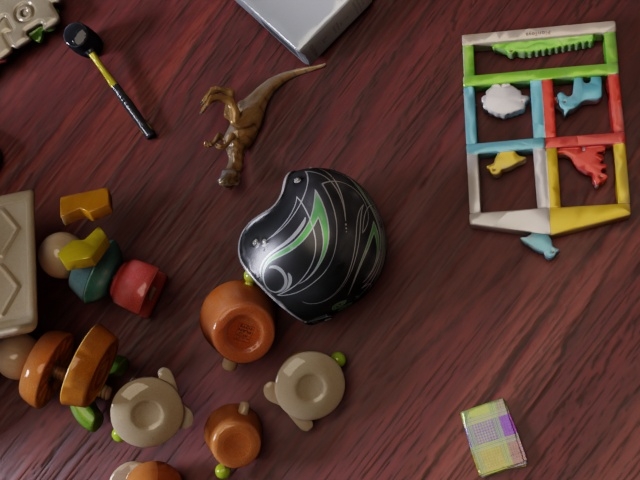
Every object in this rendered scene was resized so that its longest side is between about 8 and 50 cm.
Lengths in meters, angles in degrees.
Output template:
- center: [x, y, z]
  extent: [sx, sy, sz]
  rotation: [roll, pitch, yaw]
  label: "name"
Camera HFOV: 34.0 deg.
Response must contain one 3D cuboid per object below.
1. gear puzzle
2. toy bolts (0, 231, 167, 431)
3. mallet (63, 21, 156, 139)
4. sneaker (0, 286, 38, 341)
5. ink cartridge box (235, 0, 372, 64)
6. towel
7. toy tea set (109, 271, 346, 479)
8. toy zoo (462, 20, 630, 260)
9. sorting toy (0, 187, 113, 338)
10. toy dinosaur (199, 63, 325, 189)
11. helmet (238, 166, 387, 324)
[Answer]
- center: [-0.456, -0.330, 1.489]
  extent: [0.339, 0.044, 0.175]
  rotation: [-33, 72, 1]
  label: "gear puzzle"
- center: [-0.309, 0.094, 1.284]
  extent: [0.158, 0.218, 0.228]
  rotation: [23, 76, 3]
  label: "toy bolts"
- center: [-0.281, -0.214, 1.431]
  extent: [0.039, 0.062, 0.190]
  rotation: [-37, 88, 4]
  label: "mallet"
- center: [-0.415, 0.120, 1.369]
  extent: [0.072, 0.077, 0.178]
  rotation: [38, 111, 40]
  label: "sneaker"
- center: [-0.031, -0.407, 1.398]
  extent: [0.239, 0.060, 0.275]
  rotation: [-46, 72, 1]
  label: "ink cartridge box"
- center: [0.205, 0.235, 1.243]
  extent: [0.060, 0.009, 0.083]
  rotation: [-20, 74, 8]
  label: "towel"
- center: [-0.141, 0.197, 1.292]
  extent: [0.336, 0.124, 0.200]
  rotation: [-38, 103, -1]
  label: "toy tea set"
- center: [0.276, -0.120, 1.291]
  extent: [0.192, 0.030, 0.293]
  rotation: [-4, 78, 11]
  label: "toy zoo"
- center: [-0.398, 0.035, 1.265]
  extent: [0.307, 0.041, 0.229]
  rotation: [-12, 51, -1]
  label: "sorting toy"
- center: [-0.097, -0.168, 1.376]
  extent: [0.112, 0.064, 0.211]
  rotation: [30, 80, -16]
  label: "toy dinosaur"
- center: [0.000, 0.000, 1.259]
  extent: [0.161, 0.169, 0.169]
  rotation: [-46, 73, 9]
  label: "helmet"
